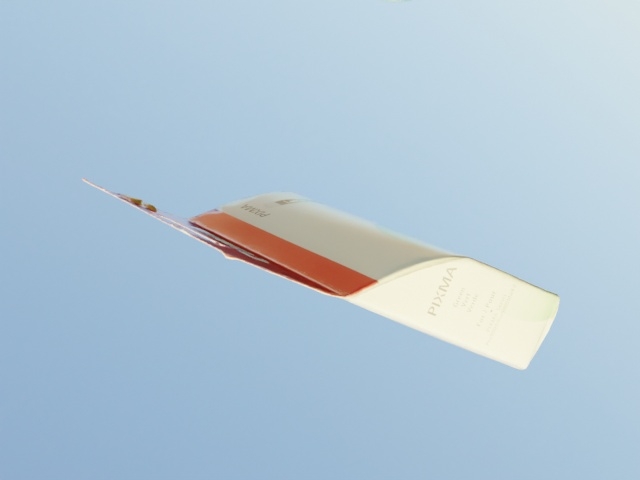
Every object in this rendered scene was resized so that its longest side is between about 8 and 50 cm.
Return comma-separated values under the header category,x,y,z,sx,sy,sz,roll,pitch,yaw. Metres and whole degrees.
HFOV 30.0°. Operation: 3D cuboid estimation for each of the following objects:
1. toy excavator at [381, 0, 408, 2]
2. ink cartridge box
category,x,y,z,sx,sy,sz,roll,pitch,yaw
toy excavator,0.041,-0.237,0.659,0.222,0.445,0.433,53,165,1
ink cartridge box,0.000,0.000,0.691,0.224,0.056,0.181,25,179,-37
